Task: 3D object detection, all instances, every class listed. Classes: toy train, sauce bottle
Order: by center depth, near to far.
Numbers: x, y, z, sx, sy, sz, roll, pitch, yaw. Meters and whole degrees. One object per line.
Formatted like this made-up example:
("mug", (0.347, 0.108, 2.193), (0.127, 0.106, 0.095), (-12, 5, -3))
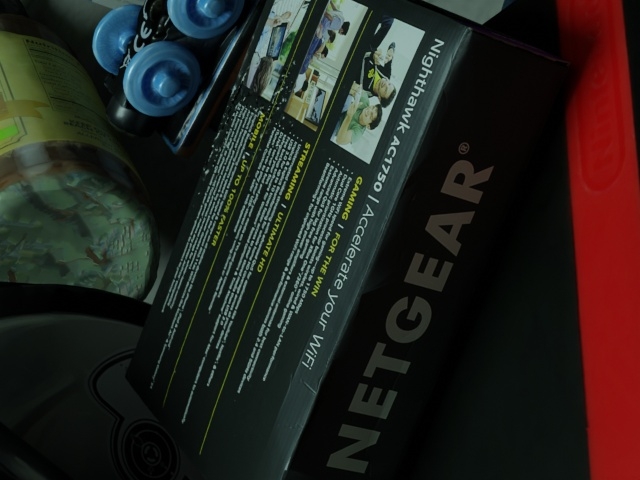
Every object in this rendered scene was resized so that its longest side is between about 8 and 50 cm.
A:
("toy train", (-0.046, -0.129, 0.795), (0.184, 0.105, 0.080), (-61, 37, 16))
("sauce bottle", (-0.184, -0.067, 0.884), (0.111, 0.111, 0.344), (-61, 30, 16))

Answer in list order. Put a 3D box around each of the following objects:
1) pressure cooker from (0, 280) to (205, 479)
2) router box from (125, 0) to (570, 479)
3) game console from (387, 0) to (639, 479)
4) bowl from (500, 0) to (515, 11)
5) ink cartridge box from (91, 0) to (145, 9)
("pressure cooker", (-0.165, 0.217, 0.650), (0.420, 0.370, 0.375), (-23, 69, 44))
("router box", (0.000, 0.000, 0.512), (0.133, 0.046, 0.178), (38, 110, 57))
("game console", (0.100, 0.082, 0.415), (0.342, 0.060, 0.386), (-31, 52, 49))
("bowl", (0.215, -0.004, 0.472), (0.391, 0.077, 0.391), (5, 97, 48))
("ink cartridge box", (-0.074, -0.230, 0.825), (0.231, 0.134, 0.078), (-37, 56, 35))
